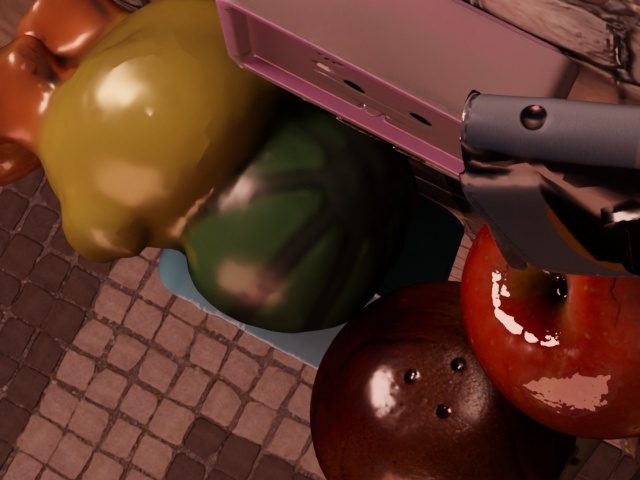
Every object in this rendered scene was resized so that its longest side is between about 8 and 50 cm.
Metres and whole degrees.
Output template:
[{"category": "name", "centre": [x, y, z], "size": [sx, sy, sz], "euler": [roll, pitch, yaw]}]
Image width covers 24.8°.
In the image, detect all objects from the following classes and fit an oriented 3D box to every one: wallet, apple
[{"category": "wallet", "centre": [0.193, -0.013, 0.712], "size": [0.230, 0.069, 0.170], "euler": [6, 161, 26]}, {"category": "apple", "centre": [0.185, 0.037, 0.925], "size": [0.168, 0.181, 0.181], "euler": [1, -168, -39]}]

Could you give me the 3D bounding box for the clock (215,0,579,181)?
[{"category": "clock", "centre": [0.042, -0.104, 0.851], "size": [0.197, 0.063, 0.150], "euler": [27, 174, 4]}]

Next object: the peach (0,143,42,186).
[{"category": "peach", "centre": [-0.318, -0.143, 1.301], "size": [0.232, 0.233, 0.232], "euler": [27, 173, 3]}]

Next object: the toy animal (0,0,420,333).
[{"category": "toy animal", "centre": [-0.082, -0.070, 1.057], "size": [0.338, 0.216, 0.191], "euler": [33, 146, -7]}]

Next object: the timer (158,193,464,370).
[{"category": "timer", "centre": [0.000, 0.000, 1.285], "size": [0.231, 0.091, 0.250], "euler": [27, -152, 3]}]

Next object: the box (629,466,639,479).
[{"category": "box", "centre": [0.341, 0.212, 1.205], "size": [0.291, 0.206, 0.262], "euler": [39, -170, 5]}]

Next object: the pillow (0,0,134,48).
[{"category": "pillow", "centre": [-0.252, -0.172, 1.153], "size": [0.270, 0.173, 0.067], "euler": [32, 145, -22]}]

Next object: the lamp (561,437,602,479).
[{"category": "lamp", "centre": [0.211, 0.130, 1.304], "size": [0.121, 0.215, 0.121], "euler": [26, 176, 2]}]

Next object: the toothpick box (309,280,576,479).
[{"category": "toothpick box", "centre": [0.099, 0.149, 1.111], "size": [0.192, 0.192, 0.294], "euler": [26, 167, 16]}]

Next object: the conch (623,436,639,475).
[{"category": "conch", "centre": [0.429, 0.245, 1.656], "size": [0.178, 0.163, 0.245], "euler": [19, -152, -32]}]
